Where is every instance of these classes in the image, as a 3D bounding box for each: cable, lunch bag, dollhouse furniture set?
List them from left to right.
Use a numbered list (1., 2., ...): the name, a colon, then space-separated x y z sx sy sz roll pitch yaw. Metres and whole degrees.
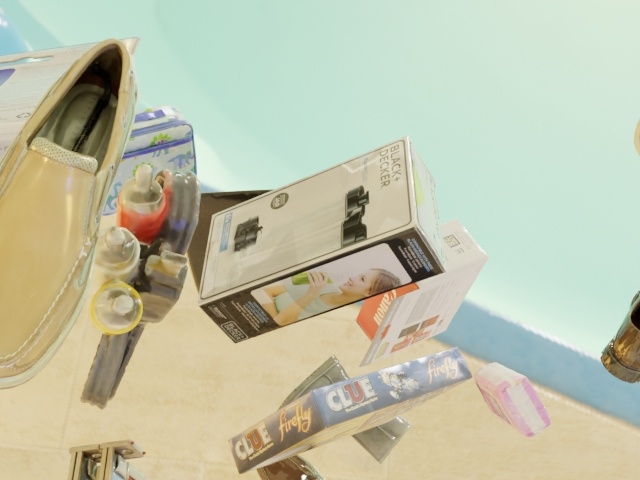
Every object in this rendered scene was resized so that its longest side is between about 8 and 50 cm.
1. cable: -0.158 0.038 0.623 0.072 0.287 0.139 17 60 -19
2. dollhouse furniture set: -0.383 0.478 1.531 0.129 0.183 0.129 -10 52 10
3. lunch bag: -0.339 -0.151 1.481 0.219 0.176 0.090 -17 46 -27

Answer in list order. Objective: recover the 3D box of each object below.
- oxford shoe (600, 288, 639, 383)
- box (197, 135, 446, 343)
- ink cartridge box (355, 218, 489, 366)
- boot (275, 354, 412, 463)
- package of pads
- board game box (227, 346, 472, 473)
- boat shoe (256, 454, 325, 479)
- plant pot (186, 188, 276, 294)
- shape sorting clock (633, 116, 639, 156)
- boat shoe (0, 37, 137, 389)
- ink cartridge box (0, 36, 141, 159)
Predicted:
1. oxford shoe: 0.453 0.094 1.064 0.083 0.096 0.227 31 41 19
2. box: 0.000 0.000 0.994 0.290 0.087 0.169 -19 40 21
3. ink cartridge box: 0.200 0.126 1.855 0.272 0.309 0.130 -20 60 -28
4. boot: 0.041 0.337 1.509 0.190 0.076 0.208 -39 82 -24
5. package of pads: 0.169 0.140 0.719 0.032 0.083 0.050 -29 94 -5
6. board game box: 0.038 0.192 0.922 0.243 0.165 0.042 -6 66 -44
7. boat shoe: -0.021 0.468 1.477 0.257 0.095 0.095 40 74 17
8. plant pot: -0.116 0.014 1.342 0.187 0.188 0.167 -2 82 23
9. shape sorting clock: 0.295 -0.045 0.482 0.206 0.206 0.040 13 78 3
10. boat shoe: -0.135 -0.024 0.397 0.068 0.072 0.190 18 58 -19
11. ink cartridge box: -0.372 -0.152 0.948 0.304 0.072 0.307 -7 26 1
